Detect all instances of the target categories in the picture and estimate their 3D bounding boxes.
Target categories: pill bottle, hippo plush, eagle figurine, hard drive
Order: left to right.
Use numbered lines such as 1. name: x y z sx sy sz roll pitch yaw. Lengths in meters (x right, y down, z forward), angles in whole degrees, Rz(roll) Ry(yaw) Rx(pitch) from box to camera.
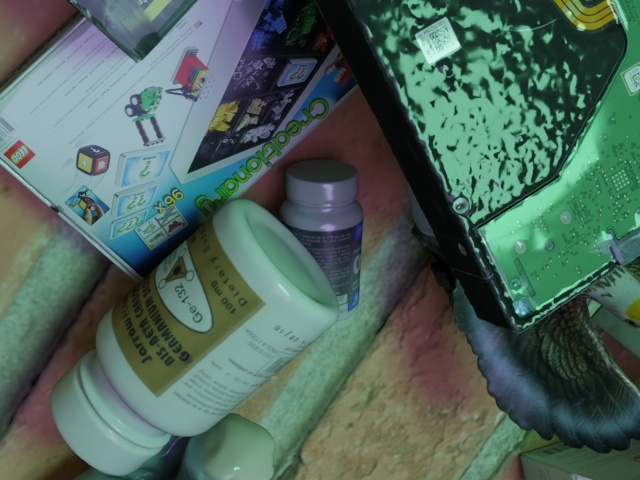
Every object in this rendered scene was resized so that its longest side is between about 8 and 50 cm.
1. hippo plush: -0.132 0.313 0.757 0.294 0.234 0.237 -32 120 -5
2. pill bottle: -0.108 0.085 0.678 0.229 0.131 0.131 -41 122 12
3. pill bottle: 0.000 0.000 0.755 0.078 0.078 0.137 -7 116 -18
4. hard drive: 0.136 -0.142 0.539 0.236 0.064 0.339 -32 103 -11
5. eagle figurine: 0.223 0.029 0.717 0.226 0.225 0.298 -18 141 19

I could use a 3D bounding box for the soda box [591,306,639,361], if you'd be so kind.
1. soda box: 0.420 0.134 0.860 0.091 0.286 0.098 35 98 -29

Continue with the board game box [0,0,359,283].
1. board game box: -0.104 -0.131 0.667 0.305 0.053 0.193 -42 120 1

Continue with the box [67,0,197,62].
1. box: -0.101 -0.364 0.508 0.318 0.097 0.395 42 93 -19

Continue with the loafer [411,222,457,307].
1. loafer: 0.178 0.062 0.849 0.267 0.096 0.084 35 104 -32

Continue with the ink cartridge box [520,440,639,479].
1. ink cartridge box: 0.410 0.253 0.945 0.274 0.239 0.060 -13 90 -16
